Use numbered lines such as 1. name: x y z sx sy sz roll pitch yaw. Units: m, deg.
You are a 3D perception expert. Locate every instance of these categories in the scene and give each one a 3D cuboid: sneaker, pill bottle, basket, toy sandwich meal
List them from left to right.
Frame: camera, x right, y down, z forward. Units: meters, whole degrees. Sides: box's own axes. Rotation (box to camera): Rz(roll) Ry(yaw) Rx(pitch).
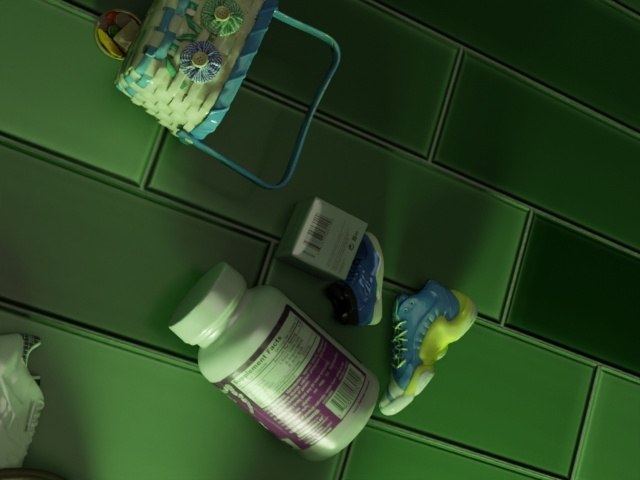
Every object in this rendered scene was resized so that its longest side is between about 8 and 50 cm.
1. sneaker: -0.421 0.244 1.224 0.095 0.090 0.235 -2 88 -32
2. toy sandwich meal: -0.295 -0.307 1.343 0.086 0.029 0.085 2 85 -22
3. basket: -0.132 -0.239 1.312 0.289 0.201 0.254 26 78 -25
4. pill bottle: -0.071 0.174 1.324 0.301 0.169 0.169 43 72 -14
5. sneaker: 0.052 0.062 1.442 0.085 0.058 0.152 -2 93 -31
6. sneaker: 0.145 0.164 1.471 0.126 0.091 0.240 39 72 4

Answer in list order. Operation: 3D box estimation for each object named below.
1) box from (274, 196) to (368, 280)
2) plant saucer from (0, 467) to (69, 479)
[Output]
1. box: 0.000 0.000 1.409 0.102 0.087 0.101 27 77 -19
2. plant saucer: -0.419 0.434 1.186 0.278 0.041 0.278 -7 107 -25
